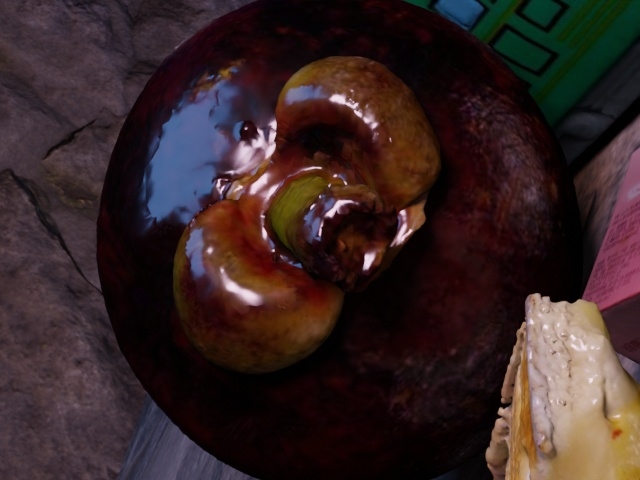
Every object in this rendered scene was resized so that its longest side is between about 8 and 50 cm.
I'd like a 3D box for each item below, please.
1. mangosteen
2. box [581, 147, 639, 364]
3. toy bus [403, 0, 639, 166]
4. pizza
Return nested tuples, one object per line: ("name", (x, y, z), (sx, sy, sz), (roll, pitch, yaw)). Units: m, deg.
("mangosteen", (0.001, 0.005, 1.122), (0.293, 0.297, 0.297), (-25, -26, -51))
("box", (0.188, -0.008, 0.914), (0.156, 0.060, 0.111), (-35, 31, 65))
("toy bus", (0.144, -0.188, 1.198), (0.343, 0.199, 0.183), (128, 164, -56))
("pizza", (0.119, 0.144, 0.870), (0.188, 0.080, 0.204), (92, -179, -49))
